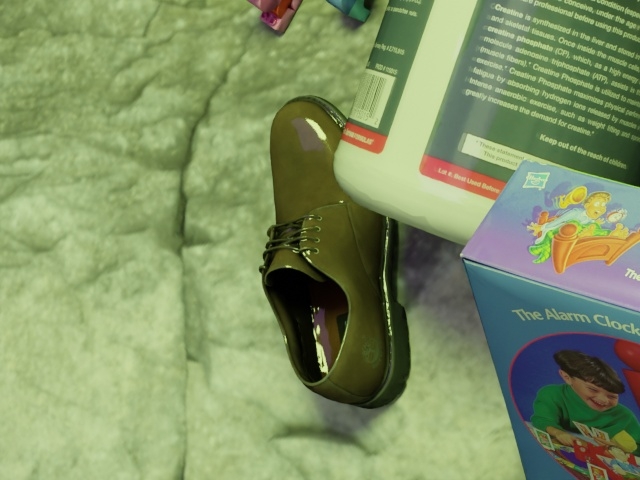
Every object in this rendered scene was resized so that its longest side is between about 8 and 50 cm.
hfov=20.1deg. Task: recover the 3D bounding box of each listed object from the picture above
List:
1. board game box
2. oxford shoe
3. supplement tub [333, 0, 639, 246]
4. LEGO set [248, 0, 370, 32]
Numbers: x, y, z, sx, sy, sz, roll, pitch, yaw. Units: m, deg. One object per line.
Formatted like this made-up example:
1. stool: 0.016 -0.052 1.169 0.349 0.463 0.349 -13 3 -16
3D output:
1. board game box: 0.262 0.100 0.960 0.347 0.233 0.078 17 57 30
2. oxford shoe: 0.000 0.000 1.244 0.082 0.096 0.227 -25 69 31
3. supplement tub: 0.134 -0.129 1.113 0.191 0.191 0.272 23 96 34
4. LEGO set: 0.020 -0.243 1.264 0.087 0.093 0.227 37 104 31
